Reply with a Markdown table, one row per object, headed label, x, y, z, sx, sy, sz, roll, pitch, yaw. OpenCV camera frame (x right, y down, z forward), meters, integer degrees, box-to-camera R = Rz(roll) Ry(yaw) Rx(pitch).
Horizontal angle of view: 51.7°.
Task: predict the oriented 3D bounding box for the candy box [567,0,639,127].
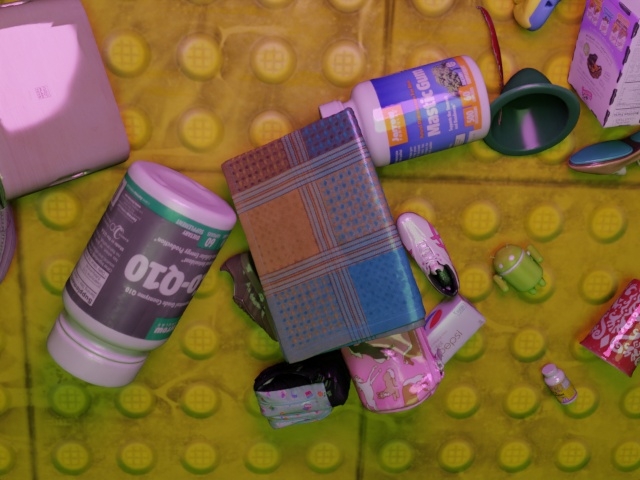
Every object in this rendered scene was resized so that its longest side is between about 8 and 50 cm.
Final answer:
| label | x | y | z | sx | sy | sz | roll | pitch | yaw |
| --- | --- | --- | --- | --- | --- | --- | --- | --- | --- |
| candy box | 0.498 | -0.316 | 1.109 | 0.070 | 0.165 | 0.196 | -6 | 134 | -4 |

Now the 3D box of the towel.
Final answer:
| label | x | y | z | sx | sy | sz | roll | pitch | yaw |
| --- | --- | --- | --- | --- | --- | --- | --- | --- | --- |
| towel | 0.000 | 0.000 | 1.104 | 0.271 | 0.040 | 0.370 | -19 | 90 | 25 |

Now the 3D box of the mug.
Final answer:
| label | x | y | z | sx | sy | sz | roll | pitch | yaw |
| --- | --- | --- | --- | --- | --- | --- | --- | --- | --- |
| mug | 0.618 | 0.172 | 1.325 | 0.113 | 0.150 | 0.169 | 35 | 96 | 25 |

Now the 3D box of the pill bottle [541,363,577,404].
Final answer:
| label | x | y | z | sx | sy | sz | roll | pitch | yaw |
| --- | --- | --- | --- | --- | --- | --- | --- | --- | --- |
| pill bottle | 0.490 | 0.295 | 1.361 | 0.043 | 0.043 | 0.083 | -36 | 104 | 5 |

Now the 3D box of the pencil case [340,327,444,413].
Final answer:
| label | x | y | z | sx | sy | sz | roll | pitch | yaw |
| --- | --- | --- | --- | --- | --- | --- | --- | --- | --- |
| pencil case | 0.091 | 0.107 | 1.187 | 0.167 | 0.160 | 0.386 | -21 | 91 | -10 |

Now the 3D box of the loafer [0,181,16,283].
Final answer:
| label | x | y | z | sx | sy | sz | roll | pitch | yaw |
| --- | --- | --- | --- | --- | --- | --- | --- | --- | --- |
| loafer | -0.596 | -0.061 | 1.149 | 0.112 | 0.111 | 0.319 | 4 | 104 | -5 |

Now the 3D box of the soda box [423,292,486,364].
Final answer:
| label | x | y | z | sx | sy | sz | roll | pitch | yaw |
| --- | --- | --- | --- | --- | --- | --- | --- | --- | --- |
| soda box | 0.220 | 0.202 | 1.300 | 0.069 | 0.074 | 0.216 | 41 | 98 | -12 |

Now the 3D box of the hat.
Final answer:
| label | x | y | z | sx | sy | sz | roll | pitch | yaw |
| --- | --- | --- | --- | --- | --- | --- | --- | --- | --- |
| hat | 0.371 | -0.290 | 1.215 | 0.173 | 0.183 | 0.208 | -2 | 146 | 3 |

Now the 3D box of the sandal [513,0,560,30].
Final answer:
| label | x | y | z | sx | sy | sz | roll | pitch | yaw |
| --- | --- | --- | --- | --- | --- | --- | --- | --- | --- |
| sandal | 0.456 | -0.490 | 1.124 | 0.138 | 0.126 | 0.317 | 33 | 101 | -16 |

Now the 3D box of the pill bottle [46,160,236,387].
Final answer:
| label | x | y | z | sx | sy | sz | roll | pitch | yaw |
| --- | --- | --- | --- | --- | --- | --- | --- | --- | --- |
| pill bottle | -0.318 | 0.061 | 1.156 | 0.204 | 0.204 | 0.361 | 29 | 101 | -11 |

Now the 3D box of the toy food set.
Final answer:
| label | x | y | z | sx | sy | sz | roll | pitch | yaw |
| --- | --- | --- | --- | --- | --- | --- | --- | --- | --- |
| toy food set | -0.472 | -0.243 | 1.105 | 0.220 | 0.092 | 0.306 | -25 | 109 | -30 |

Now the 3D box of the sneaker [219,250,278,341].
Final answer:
| label | x | y | z | sx | sy | sz | roll | pitch | yaw |
| --- | --- | --- | --- | --- | --- | --- | --- | --- | --- |
| sneaker | -0.127 | 0.112 | 1.265 | 0.071 | 0.066 | 0.188 | -19 | 100 | 18 |

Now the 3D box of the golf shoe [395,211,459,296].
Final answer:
| label | x | y | z | sx | sy | sz | roll | pitch | yaw |
| --- | --- | --- | --- | --- | --- | --- | --- | --- | --- |
| golf shoe | 0.209 | 0.025 | 1.250 | 0.067 | 0.086 | 0.186 | -35 | 103 | 6 |

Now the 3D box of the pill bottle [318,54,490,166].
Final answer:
| label | x | y | z | sx | sy | sz | roll | pitch | yaw |
| --- | --- | --- | --- | --- | --- | --- | --- | --- | --- |
| pill bottle | 0.141 | -0.215 | 1.149 | 0.272 | 0.152 | 0.152 | -16 | 105 | -1 |

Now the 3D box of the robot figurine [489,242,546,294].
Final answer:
| label | x | y | z | sx | sy | sz | roll | pitch | yaw |
| --- | --- | --- | --- | --- | --- | --- | --- | --- | --- |
| robot figurine | 0.382 | 0.054 | 1.279 | 0.115 | 0.067 | 0.101 | 41 | 110 | -12 |

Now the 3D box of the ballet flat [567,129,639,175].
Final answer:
| label | x | y | z | sx | sy | sz | roll | pitch | yaw |
| --- | --- | --- | --- | --- | --- | --- | --- | --- | --- |
| ballet flat | 0.581 | -0.161 | 1.239 | 0.232 | 0.080 | 0.073 | -22 | 120 | 3 |

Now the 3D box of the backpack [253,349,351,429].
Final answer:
| label | x | y | z | sx | sy | sz | roll | pitch | yaw |
| --- | --- | --- | --- | --- | --- | --- | --- | --- | --- |
| backpack | -0.038 | 0.285 | 1.268 | 0.182 | 0.152 | 0.115 | -17 | 96 | 12 |
